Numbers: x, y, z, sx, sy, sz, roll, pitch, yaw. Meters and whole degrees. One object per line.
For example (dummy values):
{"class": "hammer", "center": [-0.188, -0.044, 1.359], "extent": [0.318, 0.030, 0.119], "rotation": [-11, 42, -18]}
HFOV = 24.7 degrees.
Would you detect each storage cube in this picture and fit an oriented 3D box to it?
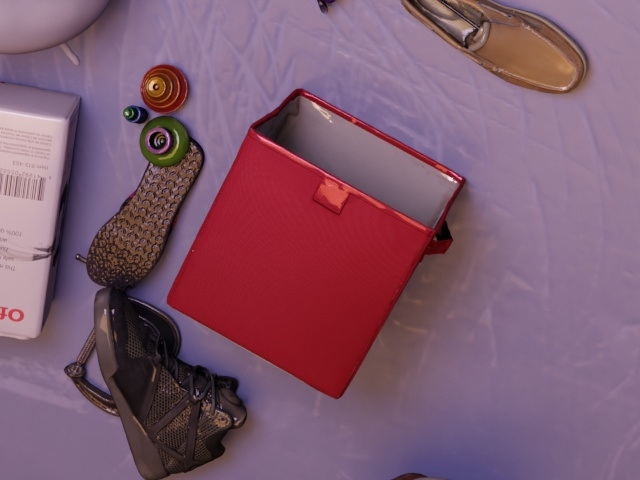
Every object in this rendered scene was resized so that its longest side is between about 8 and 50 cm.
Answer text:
{"class": "storage cube", "center": [0.000, 0.000, 1.368], "extent": [0.215, 0.183, 0.193], "rotation": [30, 112, 3]}

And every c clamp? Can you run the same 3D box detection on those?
{"class": "c clamp", "center": [-0.220, 0.107, 1.546], "extent": [0.137, 0.022, 0.160], "rotation": [24, 111, -1]}

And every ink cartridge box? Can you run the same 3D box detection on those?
{"class": "ink cartridge box", "center": [-0.346, -0.037, 1.469], "extent": [0.172, 0.100, 0.237], "rotation": [10, 109, -5]}

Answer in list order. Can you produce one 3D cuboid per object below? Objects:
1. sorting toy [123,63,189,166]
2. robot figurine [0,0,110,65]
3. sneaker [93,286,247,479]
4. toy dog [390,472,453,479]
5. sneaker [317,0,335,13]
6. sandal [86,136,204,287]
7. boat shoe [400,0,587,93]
{"class": "sorting toy", "center": [-0.163, -0.123, 1.435], "extent": [0.061, 0.042, 0.102], "rotation": [1, 92, 12]}
{"class": "robot figurine", "center": [-0.288, -0.322, 1.318], "extent": [0.300, 0.200, 0.353], "rotation": [-12, 110, -25]}
{"class": "sneaker", "center": [-0.151, 0.137, 1.493], "extent": [0.130, 0.087, 0.227], "rotation": [-14, 113, 8]}
{"class": "toy dog", "center": [0.154, 0.422, 1.396], "extent": [0.395, 0.284, 0.408], "rotation": [-31, 104, -3]}
{"class": "sneaker", "center": [0.072, -0.292, 1.330], "extent": [0.224, 0.083, 0.098], "rotation": [-22, 121, 24]}
{"class": "sandal", "center": [-0.174, -0.027, 1.486], "extent": [0.067, 0.040, 0.179], "rotation": [33, 97, -4]}
{"class": "boat shoe", "center": [0.153, -0.185, 1.332], "extent": [0.190, 0.072, 0.068], "rotation": [26, 111, 5]}
